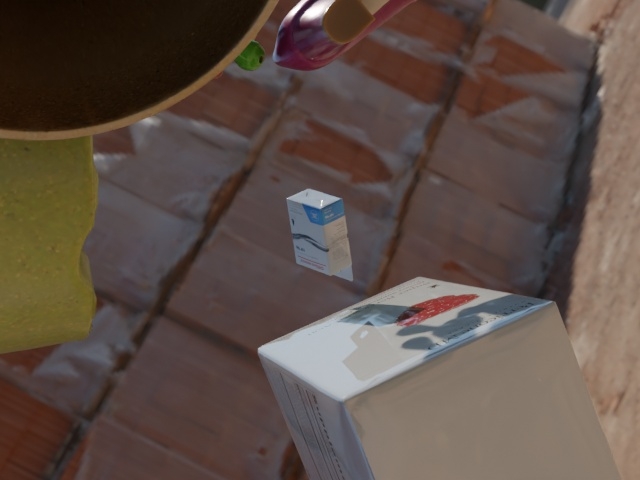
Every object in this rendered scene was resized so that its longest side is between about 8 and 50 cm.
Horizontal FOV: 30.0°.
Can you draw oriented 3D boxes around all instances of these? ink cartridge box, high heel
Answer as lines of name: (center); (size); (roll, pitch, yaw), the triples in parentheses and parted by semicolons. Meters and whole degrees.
ink cartridge box: (0.000, 0.000, 1.077); (0.028, 0.048, 0.083); (-27, -60, -34)
high heel: (0.057, -0.243, 1.129); (0.244, 0.082, 0.117); (-48, 18, -24)

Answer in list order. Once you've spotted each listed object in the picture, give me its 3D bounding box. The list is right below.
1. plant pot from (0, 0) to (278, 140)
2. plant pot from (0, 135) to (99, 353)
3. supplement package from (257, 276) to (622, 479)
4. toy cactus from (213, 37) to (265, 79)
plant pot: (-0.157, -0.212, 0.600); (0.237, 0.237, 0.254); (-65, 33, 23)
plant pot: (-0.265, -0.025, 0.707); (0.276, 0.254, 0.276); (179, 90, -76)
supplement package: (0.085, 0.146, 0.967); (0.178, 0.175, 0.293); (-23, 7, -13)
toy cactus: (-0.150, -0.234, 1.106); (0.112, 0.219, 0.180); (-30, 0, 39)
